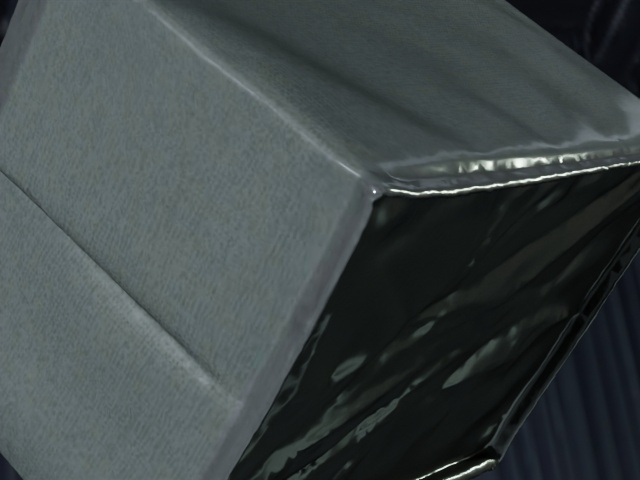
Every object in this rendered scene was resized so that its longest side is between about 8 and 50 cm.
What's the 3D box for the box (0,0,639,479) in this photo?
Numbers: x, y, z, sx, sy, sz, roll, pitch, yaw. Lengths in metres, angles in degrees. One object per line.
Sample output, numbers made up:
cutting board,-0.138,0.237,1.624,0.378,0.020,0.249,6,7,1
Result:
box,-0.001,-0.001,0.776,0.345,0.204,0.251,-11,-43,-52
